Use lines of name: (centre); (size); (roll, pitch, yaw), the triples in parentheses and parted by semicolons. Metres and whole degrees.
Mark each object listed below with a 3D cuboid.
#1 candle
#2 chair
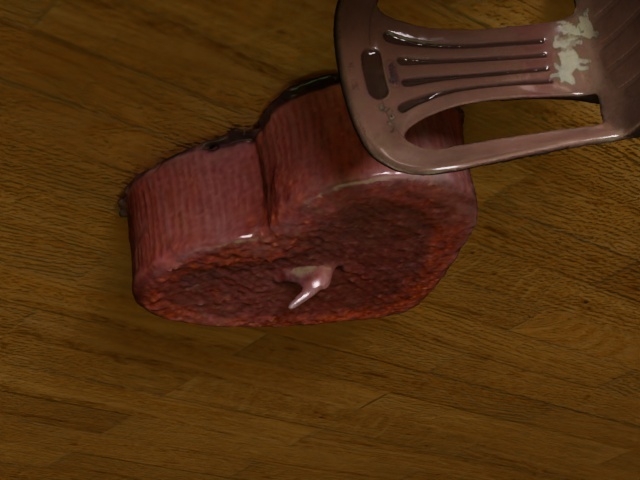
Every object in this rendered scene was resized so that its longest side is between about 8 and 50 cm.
candle: (0.000, 0.000, 1.245); (0.317, 0.131, 0.287); (-20, 153, 22)
chair: (0.193, -0.153, 0.971); (0.326, 0.175, 0.183); (-5, 161, -21)
